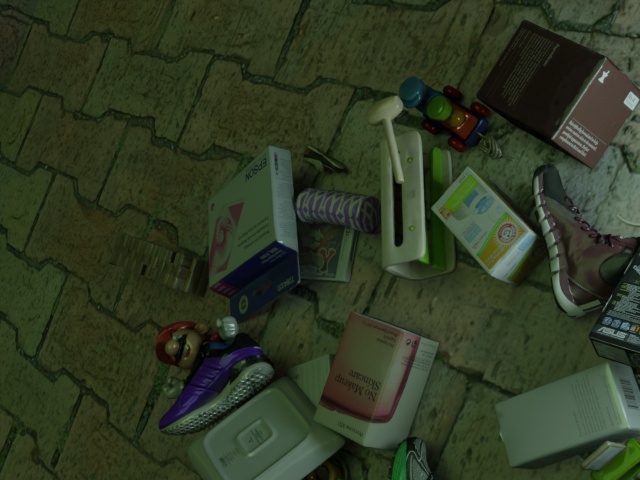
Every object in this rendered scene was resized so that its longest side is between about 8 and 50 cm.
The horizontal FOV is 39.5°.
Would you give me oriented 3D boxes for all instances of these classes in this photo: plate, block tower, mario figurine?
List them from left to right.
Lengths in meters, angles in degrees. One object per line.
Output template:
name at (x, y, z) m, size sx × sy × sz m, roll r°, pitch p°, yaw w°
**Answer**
block tower at (-0.425, 0.058, 2.333) m, size 0.335 × 0.091 × 0.097 m, roll 13°, pitch 83°, yaw 43°
mario figurine at (-0.275, 0.276, 2.058) m, size 0.320 × 0.170 × 0.198 m, roll 17°, pitch 52°, yaw 36°
plate at (-0.126, 0.413, 1.823) m, size 0.278 × 0.045 × 0.277 m, roll -36°, pitch 35°, yaw -11°

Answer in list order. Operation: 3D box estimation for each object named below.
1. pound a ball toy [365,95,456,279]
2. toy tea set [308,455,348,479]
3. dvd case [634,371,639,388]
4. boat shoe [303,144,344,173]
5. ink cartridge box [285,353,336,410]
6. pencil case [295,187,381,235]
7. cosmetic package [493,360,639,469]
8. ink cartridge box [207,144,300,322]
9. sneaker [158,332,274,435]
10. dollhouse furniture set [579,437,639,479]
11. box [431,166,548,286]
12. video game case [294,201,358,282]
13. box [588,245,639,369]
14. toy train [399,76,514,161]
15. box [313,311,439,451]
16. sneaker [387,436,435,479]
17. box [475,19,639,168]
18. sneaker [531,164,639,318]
pound a ball toy at (0.156, -0.100, 1.784) m, size 0.135 × 0.208 × 0.319 m, roll -16°, pitch 66°, yaw 37°
toy tea set at (-0.059, 0.516, 1.814) m, size 0.336 × 0.124 × 0.200 m, roll 0°, pitch 75°, yaw 42°
dvd case at (0.573, 0.230, 1.426) m, size 0.119 × 0.013 × 0.087 m, roll -35°, pitch 55°, yaw 30°
boat shoe at (0.006, -0.179, 2.059) m, size 0.137 × 0.049 × 0.043 m, roll 35°, pitch 103°, yaw 46°
ink cartridge box at (-0.013, 0.332, 1.912) m, size 0.179 × 0.045 × 0.146 m, roll -31°, pitch 55°, yaw 52°
pencil case at (0.037, -0.063, 1.937) m, size 0.206 × 0.086 × 0.088 m, roll 10°, pitch 117°, yaw 45°
cosmetic package at (0.416, 0.296, 1.490) m, size 0.231 × 0.085 × 0.117 m, roll -30°, pitch 57°, yaw 37°
ink cartridge box at (-0.165, -0.006, 2.079) m, size 0.324 × 0.071 × 0.330 m, roll -35°, pitch 52°, yaw 49°
sneaker at (-0.242, 0.307, 1.948) m, size 0.293 × 0.102 × 0.146 m, roll -36°, pitch 62°, yaw 12°
dollhouse furniture set at (0.480, 0.469, 1.328) m, size 0.197 × 0.151 × 0.302 m, roll -48°, pitch 50°, yaw 18°
box at (0.324, -0.026, 1.679) m, size 0.114 × 0.103 × 0.203 m, roll -50°, pitch 49°, yaw 18°
video game case at (0.000, 0.000, 2.017) m, size 0.201 × 0.023 × 0.184 m, roll 1°, pitch 76°, yaw 42°
box at (0.585, 0.115, 1.369) m, size 0.270 × 0.060 × 0.216 m, roll 16°, pitch 61°, yaw 43°
toy train at (0.270, -0.242, 1.776) m, size 0.248 × 0.143 × 0.105 m, roll 43°, pitch 105°, yaw 42°
box at (0.109, 0.276, 1.748) m, size 0.148 × 0.126 × 0.233 m, roll 17°, pitch 86°, yaw 43°
sneaker at (0.215, 0.511, 1.592) m, size 0.146 × 0.134 × 0.344 m, roll -20°, pitch 55°, yaw 7°
box at (0.432, -0.266, 1.622) m, size 0.203 × 0.168 × 0.167 m, roll 42°, pitch 103°, yaw 43°
sneaker at (0.475, -0.014, 1.554) m, size 0.162 × 0.106 × 0.282 m, roll -18°, pitch 74°, yaw 31°
